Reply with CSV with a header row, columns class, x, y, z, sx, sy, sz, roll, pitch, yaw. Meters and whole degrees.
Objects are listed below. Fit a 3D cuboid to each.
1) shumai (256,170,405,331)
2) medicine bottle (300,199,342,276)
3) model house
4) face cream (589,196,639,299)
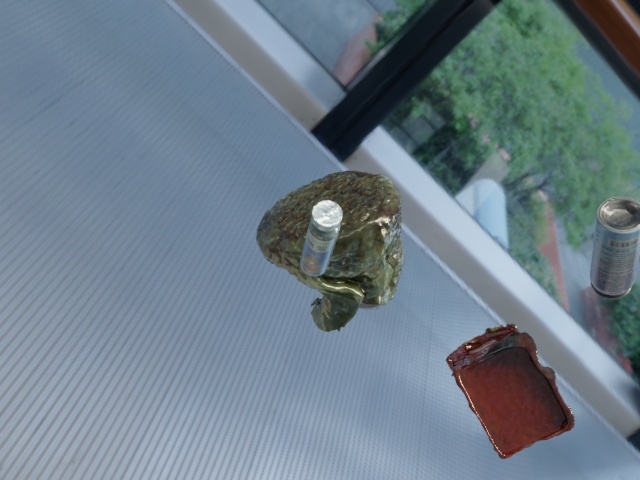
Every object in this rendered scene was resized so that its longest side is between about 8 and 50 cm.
class,x,y,z,sx,sy,sz,roll,pitch,yaw
shumai,0.074,0.033,1.914,0.348,0.395,0.395,58,23,-29
medicine bottle,0.000,0.000,1.204,0.051,0.191,0.051,3,63,-6
model house,0.348,0.273,1.422,0.196,0.160,0.254,60,3,3
face cream,0.487,0.026,1.234,0.229,0.075,0.075,70,5,-52
